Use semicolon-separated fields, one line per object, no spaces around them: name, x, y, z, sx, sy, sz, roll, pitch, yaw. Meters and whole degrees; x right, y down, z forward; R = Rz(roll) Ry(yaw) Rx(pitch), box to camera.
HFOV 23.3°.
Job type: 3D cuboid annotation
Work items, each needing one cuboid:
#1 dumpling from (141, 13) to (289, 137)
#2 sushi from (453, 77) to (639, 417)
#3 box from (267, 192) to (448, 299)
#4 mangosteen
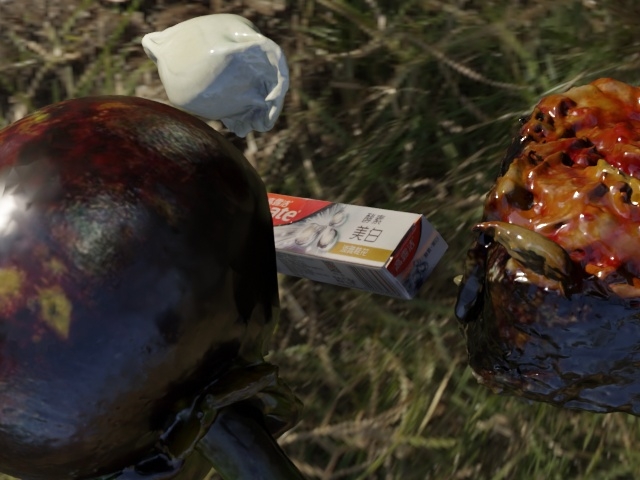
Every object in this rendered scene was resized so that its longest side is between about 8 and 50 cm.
dumpling;-0.110;-0.182;1.783;0.229;0.124;0.151;11;135;49
sushi;0.198;-0.001;1.190;0.197;0.343;0.181;3;116;10
box;0.000;0.000;1.163;0.055;0.218;0.039;-54;125;-19
mangosteen;-0.095;0.055;0.883;0.289;0.231;0.231;37;104;7
